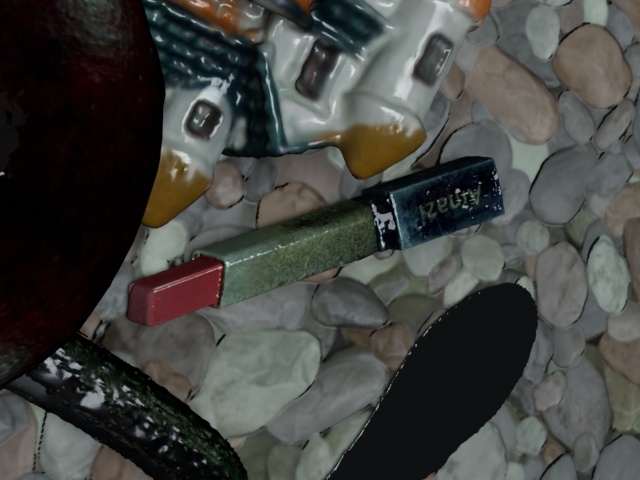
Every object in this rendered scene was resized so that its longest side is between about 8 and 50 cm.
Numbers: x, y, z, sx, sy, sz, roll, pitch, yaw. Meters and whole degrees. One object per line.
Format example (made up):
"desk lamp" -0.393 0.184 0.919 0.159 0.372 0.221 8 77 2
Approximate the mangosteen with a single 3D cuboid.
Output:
"mangosteen" -0.234 -0.056 0.570 0.330 0.330 0.330 -4 98 -27

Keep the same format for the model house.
"model house" -0.037 -0.140 0.730 0.271 0.190 0.301 27 85 -29

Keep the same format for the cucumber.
"cucumber" -0.134 0.124 0.780 0.245 0.067 0.067 37 79 -27

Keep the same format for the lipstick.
"lipstick" 0.000 0.000 0.843 0.312 0.051 0.051 -19 106 -24

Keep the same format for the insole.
"insole" 0.080 0.162 0.929 0.109 0.007 0.322 46 76 -22
